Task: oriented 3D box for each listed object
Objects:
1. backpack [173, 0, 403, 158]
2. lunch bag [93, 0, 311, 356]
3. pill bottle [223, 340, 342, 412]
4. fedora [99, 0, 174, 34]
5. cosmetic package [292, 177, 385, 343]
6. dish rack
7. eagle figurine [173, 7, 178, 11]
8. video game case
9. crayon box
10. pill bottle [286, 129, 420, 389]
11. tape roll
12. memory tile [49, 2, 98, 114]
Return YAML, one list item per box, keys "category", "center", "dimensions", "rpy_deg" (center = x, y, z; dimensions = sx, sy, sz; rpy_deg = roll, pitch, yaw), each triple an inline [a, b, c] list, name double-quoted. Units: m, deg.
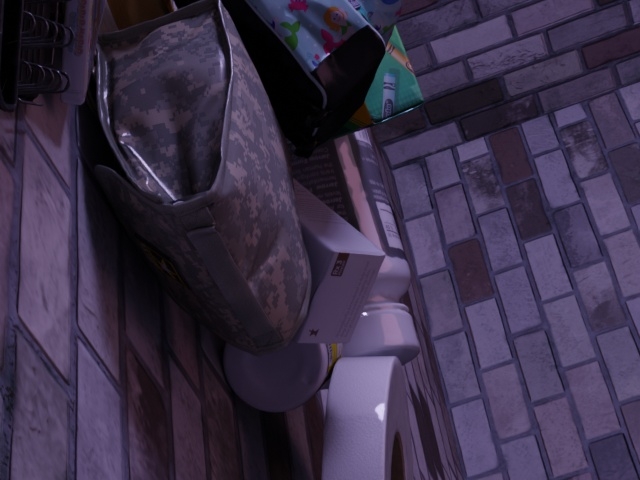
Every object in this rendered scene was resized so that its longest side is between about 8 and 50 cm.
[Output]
- category: "backpack"
  center: [-0.044, -0.249, 1.628]
  dimensions: [0.253, 0.191, 0.225]
  rpy_deg: [41, -15, 6]
- category: "lunch bag"
  center: [-0.114, -0.050, 1.477]
  dimensions: [0.235, 0.169, 0.287]
  rpy_deg: [65, 9, -46]
- category: "pill bottle"
  center: [-0.037, 0.127, 1.750]
  dimensions: [0.208, 0.119, 0.119]
  rpy_deg: [-18, 89, -82]
- category: "fedora"
  center: [-0.203, -0.245, 1.653]
  dimensions: [0.194, 0.079, 0.194]
  rpy_deg: [-20, 90, -81]
- category: "cosmetic package"
  center: [-0.040, 0.008, 1.646]
  dimensions: [0.085, 0.117, 0.231]
  rpy_deg: [4, 27, -42]
- category: "dish rack"
  center: [-0.233, -0.202, 1.168]
  dimensions: [0.271, 0.074, 0.208]
  rpy_deg: [-17, 112, -83]
- category: "eagle figurine"
  center: [-0.123, -0.258, 1.850]
  dimensions: [0.225, 0.226, 0.298]
  rpy_deg: [35, 36, -40]
- category: "video game case"
  center: [-0.215, -0.268, 1.403]
  dimensions: [0.227, 0.026, 0.206]
  rpy_deg: [-93, -170, -58]
- category: "crayon box"
  center: [0.010, -0.270, 1.839]
  dimensions: [0.165, 0.081, 0.278]
  rpy_deg: [-12, -79, 65]
- category: "pill bottle"
  center: [0.000, 0.000, 1.976]
  dimensions: [0.204, 0.204, 0.361]
  rpy_deg: [46, 27, -71]
- category: "tape roll"
  center: [0.060, 0.324, 1.734]
  dimensions: [0.392, 0.072, 0.392]
  rpy_deg: [-2, 90, -82]
- category: "memory tile"
  center: [-0.247, -0.205, 1.505]
  dimensions: [0.113, 0.012, 0.148]
  rpy_deg: [-91, 160, -64]
